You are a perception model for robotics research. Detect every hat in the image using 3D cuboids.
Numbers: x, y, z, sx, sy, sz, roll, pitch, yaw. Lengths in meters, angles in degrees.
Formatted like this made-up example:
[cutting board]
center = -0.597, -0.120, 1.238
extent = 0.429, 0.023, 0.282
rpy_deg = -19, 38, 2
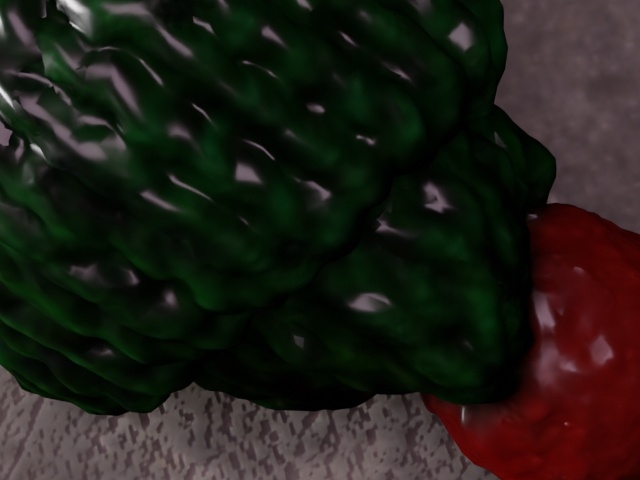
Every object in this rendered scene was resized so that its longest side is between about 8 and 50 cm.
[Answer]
[hat]
center = 0.000, 0.000, 0.606
extent = 0.332, 0.274, 0.242
rpy_deg = 38, 91, -13
